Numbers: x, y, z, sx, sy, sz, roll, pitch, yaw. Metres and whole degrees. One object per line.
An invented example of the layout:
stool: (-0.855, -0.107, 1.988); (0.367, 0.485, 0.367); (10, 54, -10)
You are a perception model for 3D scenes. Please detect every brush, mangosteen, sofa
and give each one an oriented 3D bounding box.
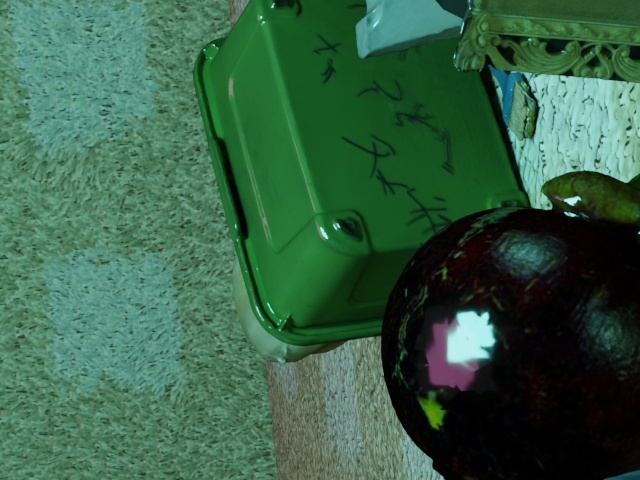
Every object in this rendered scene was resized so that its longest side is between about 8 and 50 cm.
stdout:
brush: (0.161, -0.151, 1.311); (0.164, 0.014, 0.051); (-108, 17, -46)
mangosteen: (0.165, 0.055, 0.980); (0.265, 0.228, 0.228); (-58, 14, 0)
sofa: (0.153, -0.216, 0.904); (0.258, 0.200, 0.182); (-117, 34, -61)

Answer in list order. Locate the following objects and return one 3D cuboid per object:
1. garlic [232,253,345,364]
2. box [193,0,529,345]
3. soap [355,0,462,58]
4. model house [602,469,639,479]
garlic: (0.000, 0.000, 1.605); (0.313, 0.249, 0.286); (29, -110, -67)
box: (0.038, -0.090, 1.359); (0.178, 0.252, 0.329); (120, 137, -59)
soap: (0.112, -0.289, 1.099); (0.302, 0.159, 0.258); (159, 107, -81)
model house: (0.178, 0.194, 0.479); (0.445, 0.400, 0.395); (176, 84, -79)
